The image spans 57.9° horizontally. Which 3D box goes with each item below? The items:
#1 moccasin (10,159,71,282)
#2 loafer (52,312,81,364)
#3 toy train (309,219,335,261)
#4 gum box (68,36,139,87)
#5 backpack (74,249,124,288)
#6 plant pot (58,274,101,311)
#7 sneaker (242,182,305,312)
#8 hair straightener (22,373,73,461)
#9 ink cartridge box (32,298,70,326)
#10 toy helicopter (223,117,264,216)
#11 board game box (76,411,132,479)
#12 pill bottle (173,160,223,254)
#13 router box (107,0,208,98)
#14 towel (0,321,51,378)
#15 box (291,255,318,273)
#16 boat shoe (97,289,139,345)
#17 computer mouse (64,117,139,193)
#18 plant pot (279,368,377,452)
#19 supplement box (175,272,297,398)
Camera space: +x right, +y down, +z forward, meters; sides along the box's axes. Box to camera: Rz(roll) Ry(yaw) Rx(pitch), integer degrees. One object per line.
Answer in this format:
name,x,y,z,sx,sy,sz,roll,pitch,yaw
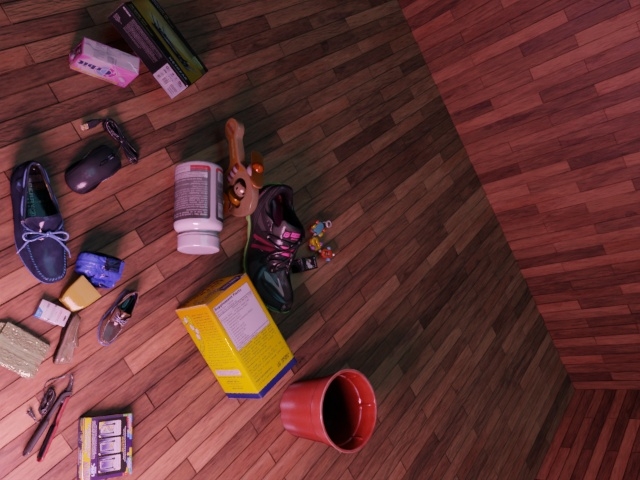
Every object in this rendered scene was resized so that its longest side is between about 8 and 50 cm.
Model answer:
moccasin,-0.773,-0.050,1.575,0.137,0.116,0.342,-20,93,-44
loafer,-0.697,0.275,1.608,0.050,0.056,0.148,28,71,-36
toy train,0.000,0.000,2.337,0.125,0.046,0.167,9,76,-43
gum box,-0.677,-0.555,1.806,0.188,0.107,0.062,13,70,-41
backpack,-0.645,0.083,1.674,0.120,0.097,0.101,24,67,-37
plant pot,-0.686,0.155,1.632,0.083,0.081,0.081,-47,111,-29
sneaker,-0.161,0.019,2.069,0.185,0.202,0.484,2,77,-42
hair straightener,-0.726,0.458,1.533,0.089,0.047,0.231,37,56,-31
ink cartridge box,-0.743,0.202,1.599,0.083,0.028,0.048,34,58,-31
toy helicopter,-0.278,-0.261,2.012,0.140,0.234,0.356,0,79,-43
board game box,-0.602,0.576,1.619,0.141,0.048,0.171,7,74,-40
pill bottle,-0.402,-0.105,1.906,0.161,0.161,0.284,10,73,-41
router box,-0.527,-0.645,1.920,0.309,0.081,0.243,53,22,-20
towel,-0.800,0.289,1.524,0.148,0.027,0.110,38,55,-28
box,-0.063,0.093,2.238,0.083,0.062,0.052,-8,83,-43
boat shoe,-0.595,0.222,1.705,0.066,0.066,0.183,37,56,-30
computer mouse,-0.681,-0.271,1.760,0.262,0.060,0.184,-45,111,-41
plant pot,0.013,0.593,2.037,0.272,0.265,0.273,12,71,-41
supplement box,-0.272,0.316,1.893,0.194,0.195,0.357,-39,106,-42
